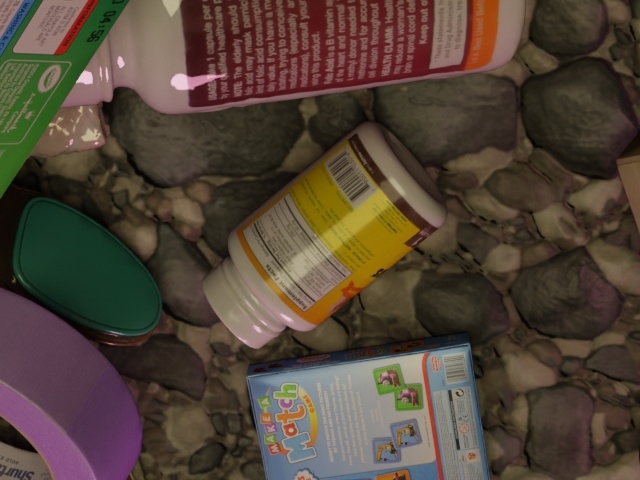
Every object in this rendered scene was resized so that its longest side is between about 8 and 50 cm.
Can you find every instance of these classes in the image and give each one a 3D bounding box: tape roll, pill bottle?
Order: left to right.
[{"bbox_3d":[-0.300,0.160,1.588,0.275,0.090,0.275,16,138,15],"label":"tape roll"},{"bbox_3d":[-0.050,-0.223,1.431,0.392,0.224,0.224,-8,107,-8],"label":"pill bottle"},{"bbox_3d":[0.000,0.000,1.587,0.215,0.117,0.117,-39,103,12],"label":"pill bottle"}]

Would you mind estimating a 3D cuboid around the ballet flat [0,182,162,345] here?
[{"bbox_3d":[-0.302,0.005,1.583,0.342,0.116,0.124,29,146,-33],"label":"ballet flat"}]

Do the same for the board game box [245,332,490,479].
[{"bbox_3d":[0.047,0.181,1.684,0.211,0.039,0.160,-9,107,3],"label":"board game box"}]

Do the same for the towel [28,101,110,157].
[{"bbox_3d":[-0.370,-0.212,1.545,0.332,0.053,0.317,-6,105,9],"label":"towel"}]

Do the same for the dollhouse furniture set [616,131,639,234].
[{"bbox_3d":[0.402,-0.036,1.527,0.242,0.212,0.161,-11,107,32],"label":"dollhouse furniture set"}]

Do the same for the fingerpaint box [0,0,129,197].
[{"bbox_3d":[-0.362,-0.183,1.322,0.371,0.163,0.445,52,122,24],"label":"fingerpaint box"}]

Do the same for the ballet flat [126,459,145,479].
[{"bbox_3d":[-0.191,0.245,1.701,0.057,0.052,0.168,-23,105,8],"label":"ballet flat"}]
